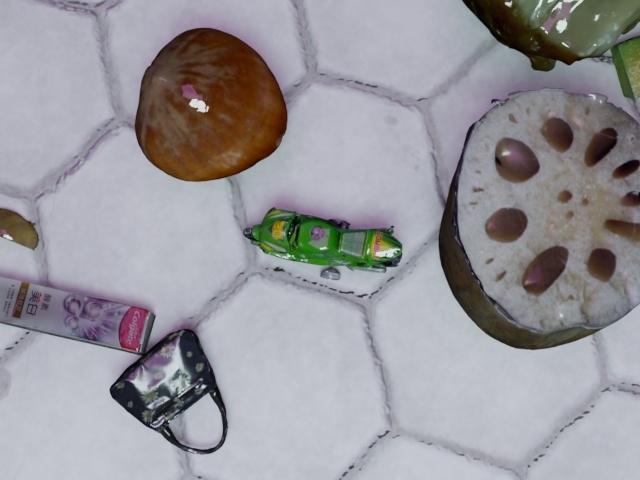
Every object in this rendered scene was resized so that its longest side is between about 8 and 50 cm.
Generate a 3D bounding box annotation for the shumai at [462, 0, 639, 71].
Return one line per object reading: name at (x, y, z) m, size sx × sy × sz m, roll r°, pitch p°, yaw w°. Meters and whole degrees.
shumai at (0.314, -0.346, 1.023) m, size 0.397 × 0.324 × 0.323 m, roll 40°, pitch 100°, yaw 18°

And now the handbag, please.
handbag at (-0.158, 0.182, 1.046) m, size 0.115 × 0.072 × 0.139 m, roll -39°, pitch 84°, yaw -6°

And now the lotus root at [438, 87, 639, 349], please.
lotus root at (0.243, -0.012, 1.004) m, size 0.272 × 0.192 × 0.272 m, roll 1°, pitch 72°, yaw -4°

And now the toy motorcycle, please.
toy motorcycle at (0.000, 0.000, 1.052) m, size 0.190 × 0.106 × 0.074 m, roll 9°, pitch 81°, yaw 6°

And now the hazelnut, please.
hazelnut at (-0.123, -0.151, 1.054) m, size 0.182 × 0.182 × 0.182 m, roll -1°, pitch 79°, yaw 3°

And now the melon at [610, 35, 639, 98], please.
melon at (0.444, -0.184, 1.087) m, size 0.209 × 0.064 × 0.118 m, roll 18°, pitch 86°, yaw 9°

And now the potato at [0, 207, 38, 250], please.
potato at (-0.387, -0.021, 1.113) m, size 0.093 × 0.036 × 0.037 m, roll 20°, pitch 84°, yaw 8°

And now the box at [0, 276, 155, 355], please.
box at (-0.307, 0.087, 1.087) m, size 0.218 × 0.039 × 0.055 m, roll 11°, pitch 79°, yaw 5°
